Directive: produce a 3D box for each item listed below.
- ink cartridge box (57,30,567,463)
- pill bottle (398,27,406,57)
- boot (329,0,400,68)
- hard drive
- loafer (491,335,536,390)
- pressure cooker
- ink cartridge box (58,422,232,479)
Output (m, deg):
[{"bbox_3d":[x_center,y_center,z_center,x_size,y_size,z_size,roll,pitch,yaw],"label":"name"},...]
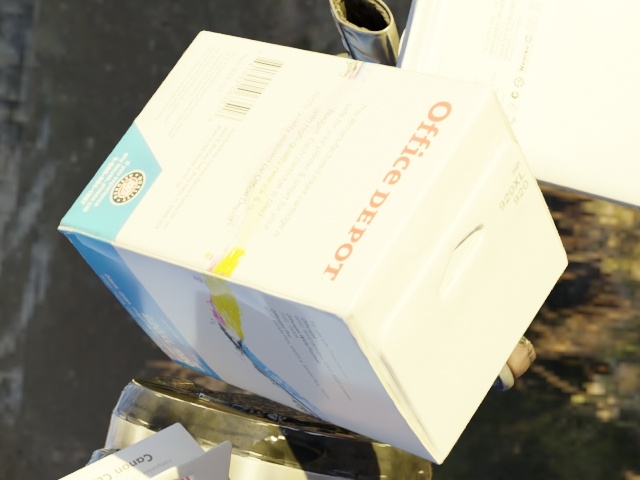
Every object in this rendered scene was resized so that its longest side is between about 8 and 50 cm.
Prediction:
[{"bbox_3d":[0.000,0.000,1.012,0.233,0.168,0.171,17,62,37],"label":"ink cartridge box"},{"bbox_3d":[0.169,-0.161,1.686,0.265,0.153,0.153,31,-119,-73],"label":"pill bottle"},{"bbox_3d":[0.046,-0.238,2.027,0.190,0.208,0.076,29,77,35],"label":"boot"},{"bbox_3d":[0.220,-0.139,1.308,0.040,0.308,0.203,167,117,-83],"label":"hard drive"},{"bbox_3d":[0.086,-0.009,1.345,0.302,0.095,0.109,48,168,29],"label":"loafer"},{"bbox_3d":[-0.085,0.383,1.763,0.370,0.376,0.420,16,-93,-79],"label":"pressure cooker"},{"bbox_3d":[-0.136,0.212,1.193,0.067,0.115,0.198,43,139,29],"label":"ink cartridge box"}]
